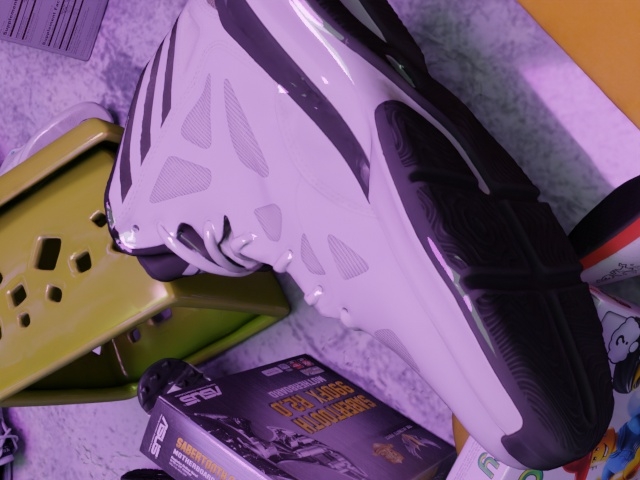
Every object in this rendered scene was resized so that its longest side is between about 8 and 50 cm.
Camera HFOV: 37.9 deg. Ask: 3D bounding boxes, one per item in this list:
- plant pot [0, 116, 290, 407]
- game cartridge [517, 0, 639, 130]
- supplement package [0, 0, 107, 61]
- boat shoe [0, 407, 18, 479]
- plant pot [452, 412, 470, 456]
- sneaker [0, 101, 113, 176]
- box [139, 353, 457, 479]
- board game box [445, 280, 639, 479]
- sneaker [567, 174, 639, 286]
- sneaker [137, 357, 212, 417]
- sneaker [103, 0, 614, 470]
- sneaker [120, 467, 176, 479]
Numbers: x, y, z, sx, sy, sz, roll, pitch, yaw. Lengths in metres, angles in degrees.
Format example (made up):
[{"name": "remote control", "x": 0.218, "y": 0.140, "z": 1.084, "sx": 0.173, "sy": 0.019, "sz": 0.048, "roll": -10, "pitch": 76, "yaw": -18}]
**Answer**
[{"name": "plant pot", "x": -0.200, "y": 0.022, "z": 0.899, "sx": 0.228, "sy": 0.227, "sz": 0.207, "roll": -30, "pitch": 73, "yaw": 17}, {"name": "game cartridge", "x": 0.260, "y": -0.273, "z": 0.706, "sx": 0.324, "sy": 0.052, "sz": 0.285, "roll": 54, "pitch": 133, "yaw": 19}, {"name": "supplement package", "x": -0.366, "y": -0.307, "z": 1.009, "sx": 0.194, "sy": 0.203, "sz": 0.149, "roll": 26, "pitch": 102, "yaw": 27}, {"name": "boat shoe", "x": -0.394, "y": 0.249, "z": 1.100, "sx": 0.081, "sy": 0.079, "sz": 0.228, "roll": 8, "pitch": 100, "yaw": 22}, {"name": "plant pot", "x": 0.163, "y": 0.159, "z": 0.769, "sx": 0.095, "sy": 0.134, "sz": 0.134, "roll": 38, "pitch": 110, "yaw": 54}, {"name": "sneaker", "x": -0.323, "y": -0.091, "z": 1.065, "sx": 0.212, "sy": 0.080, "sz": 0.094, "roll": -44, "pitch": 41, "yaw": 13}, {"name": "box", "x": -0.010, "y": 0.179, "z": 0.795, "sx": 0.183, "sy": 0.231, "sz": 0.056, "roll": 29, "pitch": 107, "yaw": 27}, {"name": "board game box", "x": 0.182, "y": 0.191, "z": 0.702, "sx": 0.053, "sy": 0.193, "sz": 0.305, "roll": 39, "pitch": 106, "yaw": 56}, {"name": "sneaker", "x": 0.305, "y": -0.001, "z": 0.699, "sx": 0.145, "sy": 0.090, "sz": 0.270, "roll": 40, "pitch": 132, "yaw": -5}, {"name": "sneaker", "x": -0.088, "y": 0.208, "z": 0.923, "sx": 0.234, "sy": 0.106, "sz": 0.078, "roll": 42, "pitch": 70, "yaw": -4}, {"name": "sneaker", "x": 0.000, "y": 0.000, "z": 0.672, "sx": 0.257, "sy": 0.169, "sz": 0.448, "roll": -44, "pitch": 61, "yaw": 29}, {"name": "sneaker", "x": -0.158, "y": 0.292, "z": 0.981, "sx": 0.170, "sy": 0.051, "sz": 0.089, "roll": 0, "pitch": 97, "yaw": 27}]
